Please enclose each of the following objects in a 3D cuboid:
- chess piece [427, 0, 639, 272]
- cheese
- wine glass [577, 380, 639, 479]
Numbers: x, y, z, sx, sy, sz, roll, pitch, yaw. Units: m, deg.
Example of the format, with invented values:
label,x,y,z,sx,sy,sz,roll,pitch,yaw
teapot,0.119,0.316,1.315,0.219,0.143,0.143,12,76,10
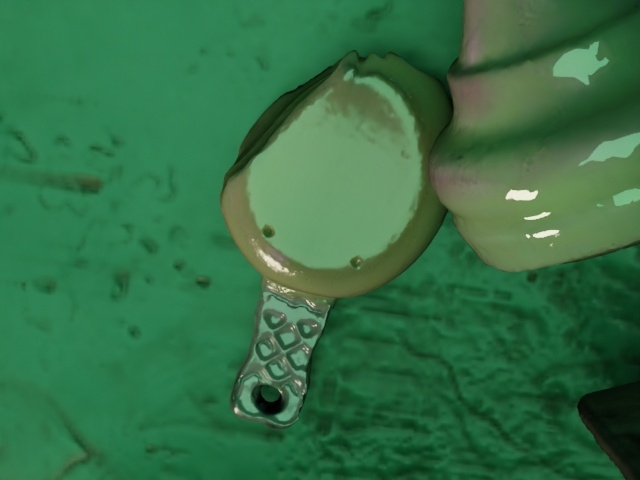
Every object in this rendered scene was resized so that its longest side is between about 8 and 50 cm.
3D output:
label,x,y,z,sx,sy,sz,roll,pitch,yaw
chess piece,0.066,-0.135,0.556,0.139,0.139,0.272,-23,105,8
cheese,-0.006,-0.004,0.653,0.092,0.047,0.171,36,101,-1
wine glass,0.322,0.013,0.528,0.267,0.267,0.406,44,97,-3
